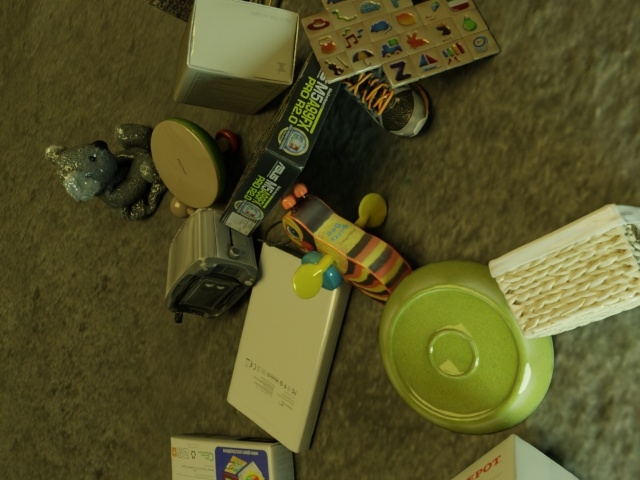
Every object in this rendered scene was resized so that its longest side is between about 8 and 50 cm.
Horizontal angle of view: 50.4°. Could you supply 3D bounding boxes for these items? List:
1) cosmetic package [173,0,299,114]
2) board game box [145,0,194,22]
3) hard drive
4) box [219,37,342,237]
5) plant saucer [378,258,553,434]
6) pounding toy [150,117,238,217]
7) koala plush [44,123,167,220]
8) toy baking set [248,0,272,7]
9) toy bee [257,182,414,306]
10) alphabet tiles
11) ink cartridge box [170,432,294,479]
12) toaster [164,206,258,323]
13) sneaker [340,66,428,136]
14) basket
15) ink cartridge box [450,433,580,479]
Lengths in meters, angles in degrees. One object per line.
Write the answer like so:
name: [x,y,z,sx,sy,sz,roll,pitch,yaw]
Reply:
cosmetic package: [-0.151,-0.294,1.126,0.309,0.160,0.113,-176,93,-73]
board game box: [-0.223,-0.588,1.242,0.291,0.141,0.232,-40,67,23]
hard drive: [-0.060,0.177,1.173,0.203,0.040,0.307,23,103,43]
box: [-0.059,-0.148,1.046,0.270,0.060,0.216,-44,21,60]
plant saucer: [0.179,0.146,0.895,0.241,0.037,0.240,5,100,29]
pounding toy: [-0.226,-0.144,1.337,0.183,0.110,0.236,21,132,32]
koala plush: [-0.470,-0.142,1.471,0.196,0.221,0.203,48,119,35]
toy baking set: [-0.122,-0.496,1.296,0.196,0.030,0.256,-53,54,31]
toy bee: [0.000,0.000,1.021,0.299,0.162,0.195,6,53,24]
alphabet tiles: [0.103,-0.305,0.962,0.237,0.009,0.198,-19,67,-3]
ink cartridge box: [-0.160,0.513,1.231,0.304,0.072,0.307,-11,81,42]
toaster: [-0.207,0.044,1.254,0.227,0.129,0.146,-46,40,42]
sneaker: [0.080,-0.232,1.038,0.215,0.083,0.084,50,118,33]
basket: [0.302,0.040,0.780,0.167,0.113,0.103,-32,67,39]
ink cartridge box: [0.187,0.388,0.744,0.117,0.283,0.207,37,119,-7]
